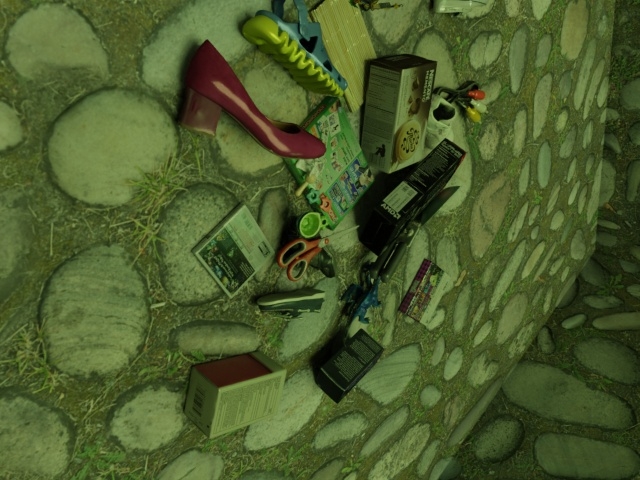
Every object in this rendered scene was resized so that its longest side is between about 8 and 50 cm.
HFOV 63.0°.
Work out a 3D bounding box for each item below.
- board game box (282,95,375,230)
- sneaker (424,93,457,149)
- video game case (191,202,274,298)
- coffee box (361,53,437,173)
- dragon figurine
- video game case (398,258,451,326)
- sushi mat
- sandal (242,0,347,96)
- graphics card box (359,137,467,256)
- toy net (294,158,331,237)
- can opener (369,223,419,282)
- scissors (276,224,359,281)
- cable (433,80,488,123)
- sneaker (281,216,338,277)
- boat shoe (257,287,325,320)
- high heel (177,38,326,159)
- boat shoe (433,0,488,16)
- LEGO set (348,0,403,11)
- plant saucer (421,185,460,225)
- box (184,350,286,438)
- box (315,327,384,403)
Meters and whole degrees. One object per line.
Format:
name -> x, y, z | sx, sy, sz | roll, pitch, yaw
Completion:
board game box -> 0.027, -0.205, 1.439 | 0.213, 0.046, 0.317 | -49, 138, -17
sneaker -> 0.371, -0.365, 1.651 | 0.305, 0.152, 0.114 | 31, 83, -51
video game case -> -0.213, 0.028, 1.314 | 0.173, 0.022, 0.190 | -48, 138, -20
coffee box -> 0.220, -0.365, 1.493 | 0.168, 0.119, 0.297 | -25, 131, -39
dragon figurine -> 0.128, 0.200, 1.719 | 0.289, 0.085, 0.144 | -47, 137, -22
video game case -> 0.419, 0.210, 2.073 | 0.210, 0.042, 0.232 | 32, 84, -50
sushi mat -> 0.080, -0.501, 1.371 | 0.151, 0.019, 0.316 | -51, 138, -18
sandal -> -0.030, -0.446, 1.204 | 0.317, 0.126, 0.138 | 31, 81, -51
graphics card box -> 0.288, -0.134, 1.646 | 0.371, 0.094, 0.232 | -45, 168, -23
toy net -> -0.010, -0.127, 1.349 | 0.122, 0.045, 0.232 | -9, 112, -34
can opener -> 0.247, 0.043, 1.736 | 0.283, 0.076, 0.095 | -54, 154, -37
scissors -> 0.000, 0.000, 1.414 | 0.297, 0.021, 0.108 | -39, 122, -29
cable -> 0.489, -0.492, 1.777 | 0.287, 0.072, 0.139 | 3, 101, -48
sneaker -> -0.038, 0.051, 1.468 | 0.130, 0.087, 0.227 | -48, 134, -17
boat shoe -> -0.081, 0.186, 1.484 | 0.255, 0.095, 0.079 | -3, 100, -56
high heel -> -0.116, -0.293, 1.150 | 0.378, 0.127, 0.181 | 6, 114, -40
boat shoe -> 0.422, -0.725, 1.596 | 0.227, 0.083, 0.075 | -9, 128, -32
LEGO set -> 0.111, -0.631, 1.181 | 0.255, 0.192, 0.331 | 48, 61, -9
plant saucer -> 0.414, -0.132, 1.850 | 0.195, 0.037, 0.195 | -45, 175, -6
box -> -0.227, 0.406, 1.404 | 0.232, 0.127, 0.148 | -2, 109, -47
box -> 0.096, 0.417, 1.734 | 0.207, 0.108, 0.153 | -40, 161, -27
